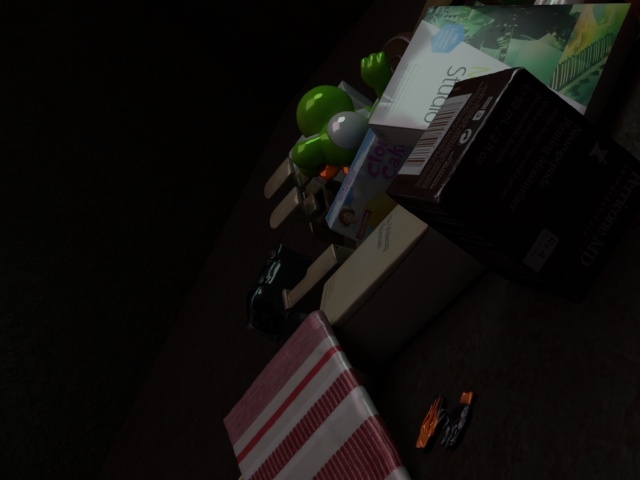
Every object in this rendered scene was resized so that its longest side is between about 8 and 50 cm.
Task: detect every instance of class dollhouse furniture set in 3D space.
[{"bbox_3d":[0.000,0.000,1.442,0.161,0.212,0.242,-46,43,37],"label":"dollhouse furniture set"}]

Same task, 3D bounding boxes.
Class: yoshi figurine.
[{"bbox_3d":[0.103,-0.249,1.368,0.362,0.204,0.203,-24,26,5],"label":"yoshi figurine"}]

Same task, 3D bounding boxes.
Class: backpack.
[{"bbox_3d":[-0.075,0.119,1.528,0.166,0.144,0.188,-69,8,-30],"label":"backpack"}]

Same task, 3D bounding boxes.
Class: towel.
[{"bbox_3d":[-0.012,0.278,1.001,0.237,0.037,0.329,-52,38,16],"label":"towel"}]

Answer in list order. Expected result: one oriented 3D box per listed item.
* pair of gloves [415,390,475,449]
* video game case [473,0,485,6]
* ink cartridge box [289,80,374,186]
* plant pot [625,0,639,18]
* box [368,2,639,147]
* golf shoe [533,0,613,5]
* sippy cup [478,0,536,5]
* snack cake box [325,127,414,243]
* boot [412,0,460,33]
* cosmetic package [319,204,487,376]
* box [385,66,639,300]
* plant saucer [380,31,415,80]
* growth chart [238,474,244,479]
[{"bbox_3d":[0.146,0.211,0.883,0.083,0.010,0.074,-27,31,58],"label":"pair of gloves"},{"bbox_3d":[0.389,-0.521,1.648,0.193,0.023,0.212,-40,22,48],"label":"video game case"},{"bbox_3d":[0.056,-0.230,1.819,0.233,0.171,0.168,-53,14,17],"label":"ink cartridge box"},{"bbox_3d":[0.424,-0.450,0.932,0.275,0.243,0.275,-51,15,19],"label":"plant pot"},{"bbox_3d":[0.249,-0.228,1.065,0.322,0.058,0.232,14,70,38],"label":"box"},{"bbox_3d":[0.355,-0.289,1.143,0.306,0.115,0.140,-46,44,22],"label":"golf shoe"},{"bbox_3d":[0.347,-0.526,1.388,0.305,0.224,0.240,-61,14,-17],"label":"sippy cup"},{"bbox_3d":[0.133,-0.114,1.258,0.089,0.152,0.264,-105,40,-75],"label":"snack cake box"},{"bbox_3d":[0.262,-0.544,2.007,0.236,0.089,0.270,-17,41,49],"label":"boot"},{"bbox_3d":[0.129,0.039,1.111,0.309,0.113,0.160,-50,15,28],"label":"cosmetic package"},{"bbox_3d":[0.217,-0.064,0.852,0.168,0.203,0.167,-58,14,-3],"label":"box"},{"bbox_3d":[0.197,-0.437,1.886,0.168,0.029,0.168,4,95,49],"label":"plant saucer"},{"bbox_3d":[-0.128,0.431,1.297,0.237,0.021,0.172,-59,15,-6],"label":"growth chart"}]
